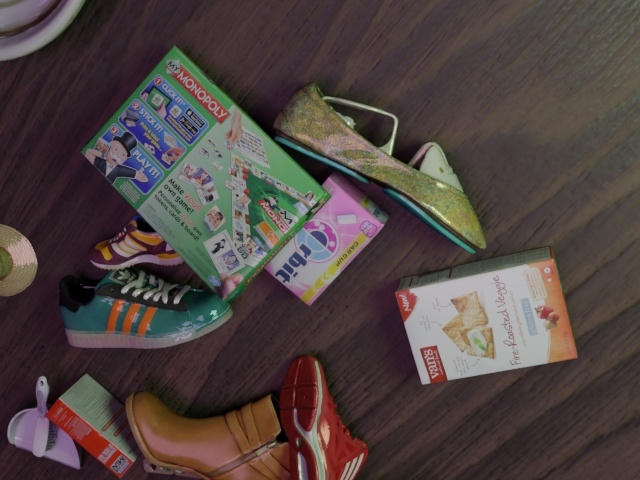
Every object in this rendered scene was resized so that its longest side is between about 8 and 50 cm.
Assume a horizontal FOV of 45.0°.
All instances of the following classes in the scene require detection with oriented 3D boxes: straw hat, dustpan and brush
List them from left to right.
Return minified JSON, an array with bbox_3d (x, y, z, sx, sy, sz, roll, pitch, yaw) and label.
[{"bbox_3d":[-0.563,0.041,1.312,0.145,0.061,0.144,4,109,12],"label":"straw hat"},{"bbox_3d":[-0.495,0.322,1.386,0.147,0.060,0.211,17,111,8],"label":"dustpan and brush"}]

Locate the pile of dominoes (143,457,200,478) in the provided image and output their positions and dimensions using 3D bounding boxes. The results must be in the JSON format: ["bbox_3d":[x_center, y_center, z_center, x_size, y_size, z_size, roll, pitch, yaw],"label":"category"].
[{"bbox_3d":[-0.217,0.493,1.386,0.251,0.040,0.195,3,108,13],"label":"pile of dominoes"}]

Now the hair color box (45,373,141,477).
[{"bbox_3d":[-0.378,0.320,1.341,0.167,0.093,0.053,40,113,-1],"label":"hair color box"}]

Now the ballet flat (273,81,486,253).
[{"bbox_3d":[0.101,-0.110,1.082,0.349,0.123,0.123,31,112,2],"label":"ballet flat"}]

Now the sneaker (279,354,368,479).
[{"bbox_3d":[0.008,0.299,1.258,0.087,0.128,0.221,-9,76,43],"label":"sneaker"}]

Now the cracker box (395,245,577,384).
[{"bbox_3d":[0.242,0.113,1.138,0.232,0.067,0.155,-14,103,18],"label":"cracker box"}]

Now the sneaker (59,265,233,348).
[{"bbox_3d":[-0.292,0.099,1.240,0.302,0.108,0.121,-6,110,17],"label":"sneaker"}]

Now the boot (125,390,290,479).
[{"bbox_3d":[-0.170,0.320,1.287,0.220,0.109,0.283,-38,88,16],"label":"boot"}]

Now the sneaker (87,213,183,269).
[{"bbox_3d":[-0.292,-0.006,1.215,0.186,0.069,0.083,-5,124,18],"label":"sneaker"}]

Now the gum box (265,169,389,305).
[{"bbox_3d":[0.000,0.000,1.162,0.107,0.062,0.188,41,112,-2],"label":"gum box"}]

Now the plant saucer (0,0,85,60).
[{"bbox_3d":[-0.480,-0.464,1.108,0.401,0.100,0.400,4,109,12],"label":"plant saucer"}]

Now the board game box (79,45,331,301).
[{"bbox_3d":[-0.169,-0.097,1.118,0.213,0.046,0.317,-46,80,6],"label":"board game box"}]
